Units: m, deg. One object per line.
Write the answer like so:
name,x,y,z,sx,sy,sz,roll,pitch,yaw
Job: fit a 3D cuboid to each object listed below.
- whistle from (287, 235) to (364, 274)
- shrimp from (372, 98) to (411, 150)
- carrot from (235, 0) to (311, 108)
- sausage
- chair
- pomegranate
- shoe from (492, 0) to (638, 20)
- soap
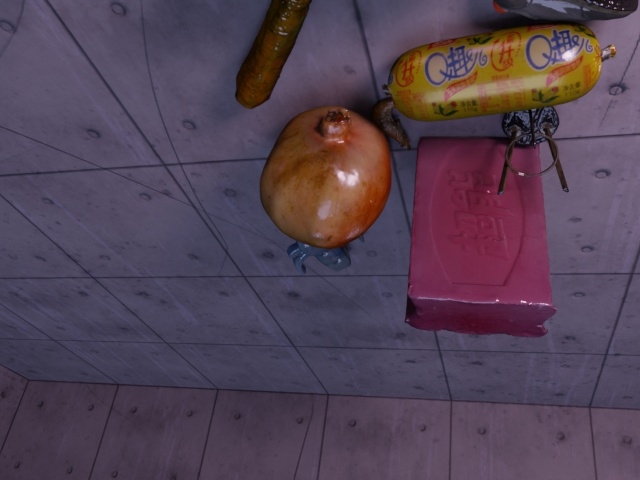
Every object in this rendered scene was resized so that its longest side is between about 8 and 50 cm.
whistle,0.000,0.000,1.448,0.180,0.093,0.269,-30,139,11
shrimp,0.150,-0.211,1.129,0.091,0.025,0.127,-12,140,29
carrot,-0.078,-0.309,0.985,0.070,0.070,0.260,19,147,-15
sausage,0.258,-0.253,0.940,0.347,0.123,0.123,-5,146,22
chair,0.345,-0.165,1.013,0.104,0.221,0.095,1,125,16
pomegranate,0.015,-0.123,1.100,0.229,0.252,0.270,27,151,8
shoe,0.329,-0.335,0.849,0.195,0.074,0.077,12,160,-1
soap,0.276,-0.016,1.098,0.233,0.359,0.128,3,145,9
